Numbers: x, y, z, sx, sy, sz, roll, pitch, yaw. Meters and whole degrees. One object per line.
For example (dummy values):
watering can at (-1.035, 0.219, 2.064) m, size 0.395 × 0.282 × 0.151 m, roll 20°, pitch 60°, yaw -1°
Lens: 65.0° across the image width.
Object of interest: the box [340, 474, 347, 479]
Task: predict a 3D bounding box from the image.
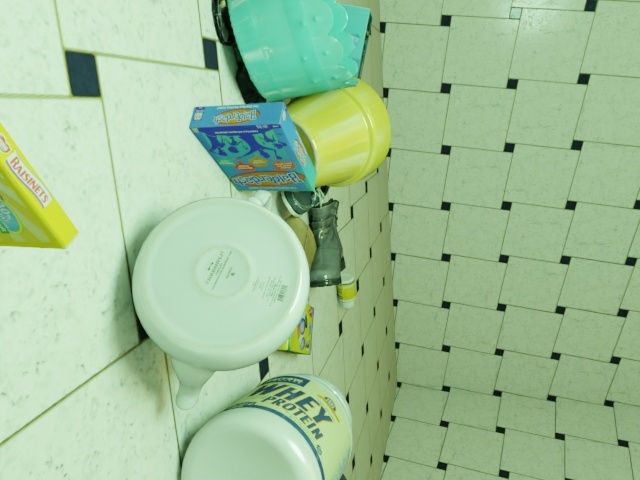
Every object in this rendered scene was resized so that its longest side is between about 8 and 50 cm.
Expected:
box at (-0.007, 0.567, 1.074) m, size 0.270 × 0.143 × 0.165 m, roll 44°, pitch -29°, yaw 56°

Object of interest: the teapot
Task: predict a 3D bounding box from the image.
teapot at (-0.137, 0.068, 0.727) m, size 0.252 × 0.256 × 0.187 m, roll 62°, pitch -17°, yaw 16°

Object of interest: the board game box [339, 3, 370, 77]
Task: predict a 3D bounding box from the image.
board game box at (0.066, -0.440, 1.357) m, size 0.254 × 0.079 × 0.336 m, roll -70°, pitch 171°, yaw -70°

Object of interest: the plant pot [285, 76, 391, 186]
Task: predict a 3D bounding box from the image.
plant pot at (-0.007, -0.225, 1.120) m, size 0.239 × 0.254 × 0.254 m, roll -35°, pitch 126°, yaw -47°

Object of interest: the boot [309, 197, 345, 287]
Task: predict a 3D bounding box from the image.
boot at (0.000, 0.000, 1.416) m, size 0.338 × 0.118 × 0.223 m, roll -65°, pitch 150°, yaw -79°

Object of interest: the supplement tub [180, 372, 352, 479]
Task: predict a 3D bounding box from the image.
supplement tub at (-0.073, 0.379, 0.909) m, size 0.325 × 0.235 × 0.235 m, roll 0°, pitch 90°, yaw -74°

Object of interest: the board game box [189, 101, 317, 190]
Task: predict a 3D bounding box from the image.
board game box at (-0.110, -0.157, 0.891) m, size 0.210 × 0.160 × 0.047 m, roll 58°, pitch 37°, yaw -61°

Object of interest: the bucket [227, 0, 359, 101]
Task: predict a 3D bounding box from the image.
bucket at (-0.047, -0.413, 0.978) m, size 0.281 × 0.183 × 0.281 m, roll -12°, pitch 90°, yaw -76°

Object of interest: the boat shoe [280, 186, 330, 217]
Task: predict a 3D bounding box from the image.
boat shoe at (-0.028, -0.124, 1.279) m, size 0.095 × 0.079 × 0.254 m, roll 65°, pitch 19°, yaw -5°

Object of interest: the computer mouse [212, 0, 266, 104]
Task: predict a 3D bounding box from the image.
computer mouse at (-0.147, -0.352, 0.967) m, size 0.242 × 0.041 × 0.071 m, roll 69°, pitch 28°, yaw -52°

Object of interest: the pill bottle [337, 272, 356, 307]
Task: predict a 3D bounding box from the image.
pill bottle at (0.093, 0.180, 1.795) m, size 0.065 × 0.065 × 0.116 m, roll -61°, pitch 148°, yaw -59°

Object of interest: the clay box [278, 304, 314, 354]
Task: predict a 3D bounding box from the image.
clay box at (-0.072, 0.211, 1.236) m, size 0.222 × 0.053 × 0.127 m, roll 46°, pitch 46°, yaw -69°

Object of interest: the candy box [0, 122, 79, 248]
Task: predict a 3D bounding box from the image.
candy box at (-0.283, -0.073, 0.382) m, size 0.206 × 0.105 × 0.027 m, roll 75°, pitch 22°, yaw -43°

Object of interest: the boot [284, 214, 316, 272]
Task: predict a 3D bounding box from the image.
boot at (-0.086, 0.024, 1.138) m, size 0.269 × 0.089 × 0.236 m, roll -78°, pitch 156°, yaw -53°
